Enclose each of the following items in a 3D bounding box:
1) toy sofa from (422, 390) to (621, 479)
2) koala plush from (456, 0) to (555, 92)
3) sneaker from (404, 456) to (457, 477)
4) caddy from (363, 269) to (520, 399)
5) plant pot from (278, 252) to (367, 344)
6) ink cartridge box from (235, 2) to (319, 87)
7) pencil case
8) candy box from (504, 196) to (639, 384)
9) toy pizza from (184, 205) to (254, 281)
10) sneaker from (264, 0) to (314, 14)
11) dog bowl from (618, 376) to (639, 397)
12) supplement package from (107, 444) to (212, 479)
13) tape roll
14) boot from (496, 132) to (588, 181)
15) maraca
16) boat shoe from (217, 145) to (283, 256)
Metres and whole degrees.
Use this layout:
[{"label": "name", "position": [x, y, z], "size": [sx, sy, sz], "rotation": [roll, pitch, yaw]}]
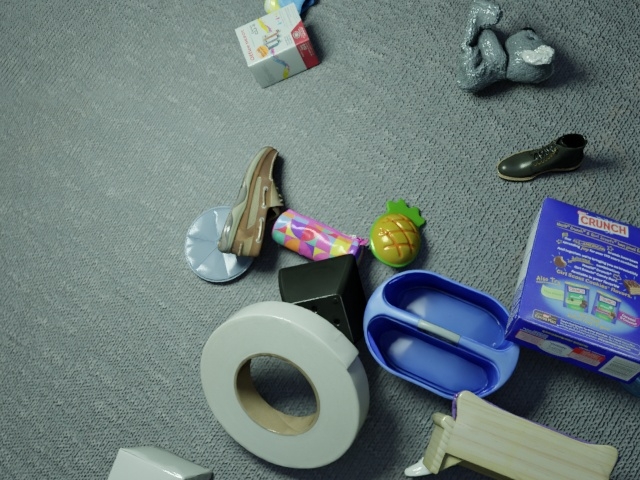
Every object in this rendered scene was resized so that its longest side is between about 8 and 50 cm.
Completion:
[{"label": "toy sofa", "position": [0.405, 0.445, 1.329], "size": [0.362, 0.150, 0.177], "rotation": [20, 79, 7]}, {"label": "koala plush", "position": [0.456, -0.441, 1.570], "size": [0.221, 0.196, 0.204], "rotation": [15, 91, 15]}, {"label": "sneaker", "position": [0.254, 0.481, 1.436], "size": [0.152, 0.054, 0.061], "rotation": [-19, 67, -1]}, {"label": "caddy", "position": [0.264, 0.210, 1.435], "size": [0.341, 0.179, 0.241], "rotation": [22, 80, 17]}, {"label": "plant pot", "position": [0.004, 0.160, 1.473], "size": [0.187, 0.167, 0.188], "rotation": [-12, 107, 9]}, {"label": "ink cartridge box", "position": [-0.116, -0.517, 1.735], "size": [0.176, 0.127, 0.128], "rotation": [-23, 72, 7]}, {"label": "pencil case", "position": [0.000, 0.000, 1.590], "size": [0.236, 0.104, 0.105], "rotation": [21, 81, 16]}, {"label": "candy box", "position": [0.555, 0.097, 1.360], "size": [0.268, 0.122, 0.317], "rotation": [20, 60, 8]}, {"label": "toy pizza", "position": [-0.254, 0.010, 1.678], "size": [0.201, 0.032, 0.201], "rotation": [-3, 76, 12]}, {"label": "sneaker", "position": [-0.064, -0.715, 1.811], "size": [0.126, 0.091, 0.240], "rotation": [20, 80, -2]}, {"label": "dog bowl", "position": [0.766, 0.218, 1.378], "size": [0.297, 0.074, 0.166], "rotation": [-32, 71, 2]}, {"label": "supplement package", "position": [-0.398, 0.636, 1.467], "size": [0.175, 0.177, 0.293], "rotation": [17, 79, 16]}, {"label": "tape roll", "position": [-0.082, 0.320, 1.424], "size": [0.391, 0.072, 0.392], "rotation": [9, 114, 21]}, {"label": "boot", "position": [0.512, -0.202, 1.510], "size": [0.197, 0.137, 0.077], "rotation": [-12, 73, 10]}, {"label": "maraca", "position": [0.185, -0.018, 1.557], "size": [0.127, 0.099, 0.186], "rotation": [29, 60, -7]}, {"label": "boat shoe", "position": [-0.154, -0.092, 1.630], "size": [0.116, 0.123, 0.325], "rotation": [20, 62, -5]}]
